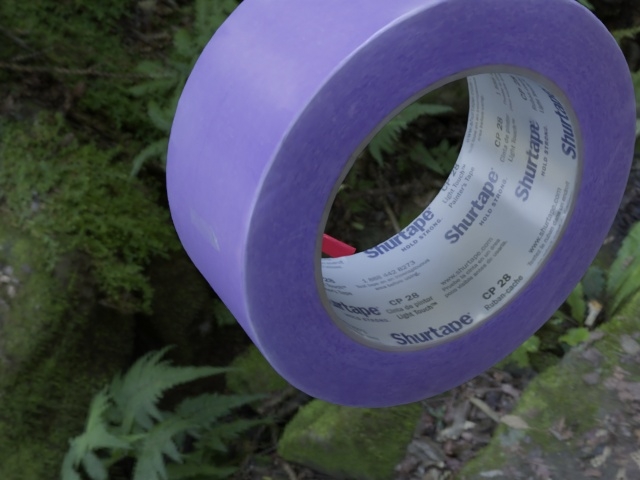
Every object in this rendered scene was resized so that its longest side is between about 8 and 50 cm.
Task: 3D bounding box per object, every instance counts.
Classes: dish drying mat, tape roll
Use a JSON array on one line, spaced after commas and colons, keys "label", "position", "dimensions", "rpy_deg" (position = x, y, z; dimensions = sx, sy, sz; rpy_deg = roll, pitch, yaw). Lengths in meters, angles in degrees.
[{"label": "dish drying mat", "position": [0.000, 0.000, 1.045], "dimensions": [0.008, 0.083, 0.032], "rpy_deg": [-60, -6, -31]}, {"label": "tape roll", "position": [0.036, -0.027, 0.392], "dimensions": [0.189, 0.189, 0.080], "rpy_deg": [-56, 42, 9]}]
